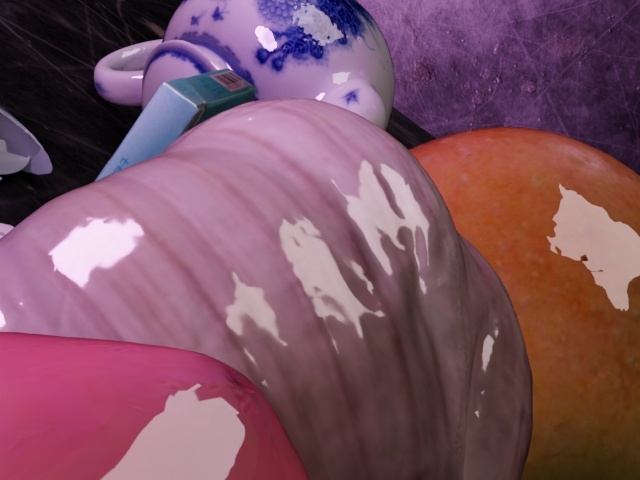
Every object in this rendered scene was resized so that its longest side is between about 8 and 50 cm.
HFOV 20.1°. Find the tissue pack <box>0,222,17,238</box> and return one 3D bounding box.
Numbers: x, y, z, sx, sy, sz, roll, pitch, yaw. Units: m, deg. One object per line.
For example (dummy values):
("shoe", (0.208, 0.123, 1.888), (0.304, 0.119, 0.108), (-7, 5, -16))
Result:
("tissue pack", (-0.218, 0.038, 1.045), (0.103, 0.090, 0.170), (42, 12, 26))

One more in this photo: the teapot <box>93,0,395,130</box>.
("teapot", (-0.075, -0.142, 1.812), (0.280, 0.252, 0.424), (-25, 31, -35))

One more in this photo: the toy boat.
("toy boat", (-0.264, -0.078, 1.473), (0.105, 0.034, 0.149), (28, 14, -23))

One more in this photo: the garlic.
("garlic", (-0.049, 0.101, 0.771), (0.317, 0.317, 0.259), (19, 28, -53))

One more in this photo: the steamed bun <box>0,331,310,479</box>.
("steamed bun", (-0.105, 0.145, 0.502), (0.309, 0.309, 0.309), (34, 13, -9))

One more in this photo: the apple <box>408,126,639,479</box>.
("apple", (0.105, 0.114, 1.141), (0.338, 0.338, 0.305), (23, 38, -46))

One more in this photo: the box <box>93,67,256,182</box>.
("box", (-0.132, -0.063, 1.478), (0.041, 0.162, 0.229), (36, 13, 3))
